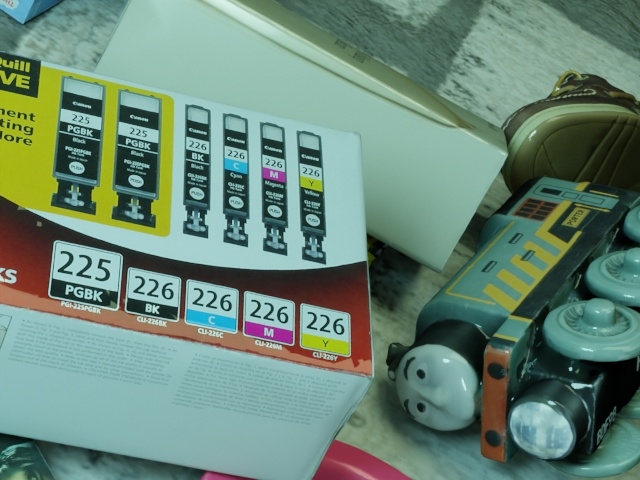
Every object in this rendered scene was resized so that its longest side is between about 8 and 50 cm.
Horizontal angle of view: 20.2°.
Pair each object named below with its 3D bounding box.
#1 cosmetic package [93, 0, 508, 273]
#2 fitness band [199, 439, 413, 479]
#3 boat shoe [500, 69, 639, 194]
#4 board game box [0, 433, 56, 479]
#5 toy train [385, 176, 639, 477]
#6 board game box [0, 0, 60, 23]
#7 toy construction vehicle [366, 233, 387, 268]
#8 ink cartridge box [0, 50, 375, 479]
[{"bbox_3d":[-0.012,-0.107,1.428,0.309,0.113,0.160,28,11,-3],"label":"cosmetic package"},{"bbox_3d":[0.043,0.233,1.121,0.291,0.054,0.209,35,31,5],"label":"fitness band"},{"bbox_3d":[0.243,-0.088,1.633,0.123,0.123,0.342,40,25,31],"label":"boat shoe"},{"bbox_3d":[-0.248,0.102,1.085,0.126,0.026,0.186,-5,47,-41],"label":"board game box"},{"bbox_3d":[0.185,0.058,1.371,0.190,0.142,0.334,12,30,25],"label":"toy train"},{"bbox_3d":[-0.263,-0.277,1.564,0.160,0.039,0.211,35,33,6],"label":"board game box"},{"bbox_3d":[0.000,0.000,1.411,0.086,0.035,0.098,37,25,8],"label":"toy construction vehicle"},{"bbox_3d":[-0.136,-0.014,1.125,0.309,0.130,0.272,12,46,-16],"label":"ink cartridge box"}]
